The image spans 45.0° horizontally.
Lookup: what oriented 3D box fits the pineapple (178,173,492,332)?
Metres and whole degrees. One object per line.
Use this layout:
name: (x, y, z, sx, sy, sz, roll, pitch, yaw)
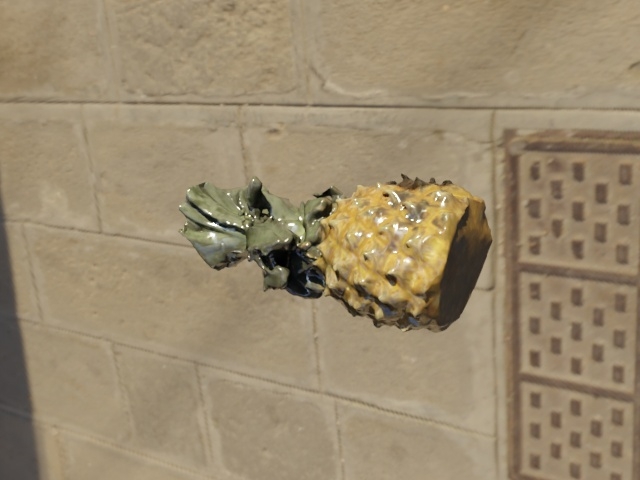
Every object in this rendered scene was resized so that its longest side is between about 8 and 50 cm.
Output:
pineapple: (0.000, 0.000, 0.576, 0.237, 0.111, 0.119, 10, 153, 30)
